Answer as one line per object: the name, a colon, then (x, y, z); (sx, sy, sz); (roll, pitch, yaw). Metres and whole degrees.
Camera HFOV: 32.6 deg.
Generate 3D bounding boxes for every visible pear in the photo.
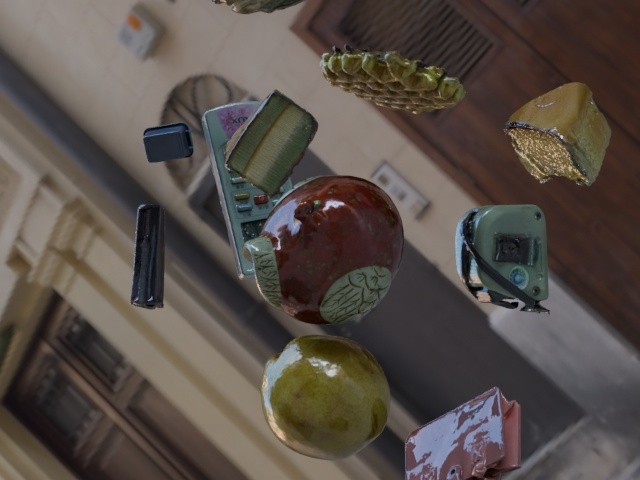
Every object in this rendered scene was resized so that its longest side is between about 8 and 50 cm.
pear: (0.001, 0.246, 1.746); (0.209, 0.209, 0.209); (-46, -5, -6)

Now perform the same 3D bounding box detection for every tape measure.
tape measure: (0.378, 0.043, 2.269); (0.207, 0.235, 0.115); (-2, -1, -28)

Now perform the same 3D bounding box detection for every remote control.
remote control: (-0.125, -0.100, 2.095); (0.145, 0.344, 0.050); (-11, -12, -18)

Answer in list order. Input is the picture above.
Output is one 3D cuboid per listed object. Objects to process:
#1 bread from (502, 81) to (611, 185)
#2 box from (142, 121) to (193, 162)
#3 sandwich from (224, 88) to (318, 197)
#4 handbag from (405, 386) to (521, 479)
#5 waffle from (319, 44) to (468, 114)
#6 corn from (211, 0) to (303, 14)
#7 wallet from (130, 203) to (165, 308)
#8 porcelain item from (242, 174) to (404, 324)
bread: (0.382, -0.155, 1.825); (0.160, 0.140, 0.169); (-21, 25, 37)
box: (-0.313, -0.195, 2.221); (0.099, 0.074, 0.054); (-9, 14, 7)
sandwich: (-0.060, -0.133, 1.382); (0.113, 0.079, 0.163); (-54, 10, 10)
handbag: (0.224, 0.339, 1.740); (0.212, 0.059, 0.157); (-37, 27, 34)
waffle: (0.140, -0.310, 2.161); (0.329, 0.329, 0.062); (64, -141, -84)
corn: (-0.038, -0.435, 1.631); (0.305, 0.122, 0.123); (-21, -9, 34)
wallet: (-0.375, 0.041, 2.422); (0.262, 0.071, 0.221); (112, 158, -84)
porcelain item: (0.000, 0.000, 1.680); (0.253, 0.253, 0.253); (-46, -5, -6)
